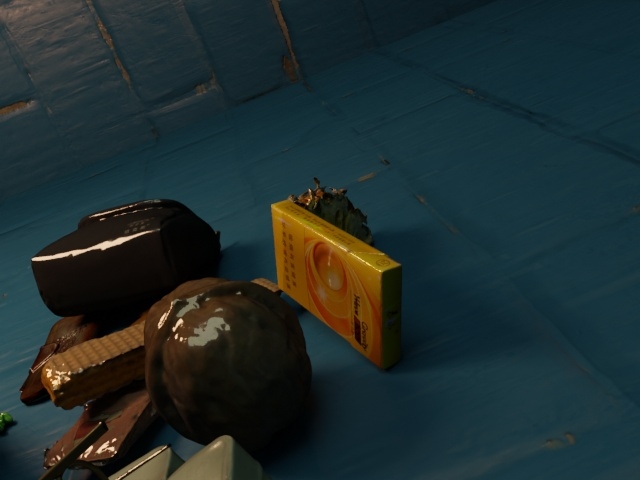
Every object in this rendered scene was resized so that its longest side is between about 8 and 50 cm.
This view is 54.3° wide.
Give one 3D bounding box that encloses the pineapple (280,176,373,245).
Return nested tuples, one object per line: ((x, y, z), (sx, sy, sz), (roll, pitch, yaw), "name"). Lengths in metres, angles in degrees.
((0.000, 0.000, 1.070), (0.114, 0.186, 0.236), (-16, -17, 27), "pineapple")

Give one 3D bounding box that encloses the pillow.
((-0.284, 0.242, 0.903), (0.135, 0.049, 0.248), (-12, 18, 16), "pillow")

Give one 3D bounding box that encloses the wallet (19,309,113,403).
((-0.473, 0.203, 1.162), (0.137, 0.031, 0.255), (-24, 23, 4), "wallet")

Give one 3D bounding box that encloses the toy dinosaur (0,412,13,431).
((-0.685, 0.207, 0.948), (0.500, 0.374, 0.144), (0, 41, 33), "toy dinosaur")

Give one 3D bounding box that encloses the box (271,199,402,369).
((0.017, 0.052, 0.889), (0.043, 0.152, 0.269), (-21, 32, -29), "box")

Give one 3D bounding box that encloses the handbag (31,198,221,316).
((-0.371, 0.014, 1.240), (0.302, 0.178, 0.275), (-14, 14, 14), "handbag")

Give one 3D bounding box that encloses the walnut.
((-0.116, 0.148, 0.775), (0.224, 0.224, 0.224), (-18, 25, 9), "walnut")

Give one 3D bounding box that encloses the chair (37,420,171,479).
((-0.244, 0.264, 0.583), (0.221, 0.104, 0.095), (-35, -8, 1), "chair")

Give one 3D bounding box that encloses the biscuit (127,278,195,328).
((-0.274, 0.143, 1.126), (0.180, 0.039, 0.236), (-3, 33, 32), "biscuit")

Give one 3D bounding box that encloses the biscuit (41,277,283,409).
((-0.230, 0.149, 0.965), (0.378, 0.054, 0.094), (-21, 23, -31), "biscuit")

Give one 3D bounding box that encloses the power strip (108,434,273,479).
((-0.149, 0.319, 0.608), (0.261, 0.141, 0.229), (-33, 23, 9), "power strip")
